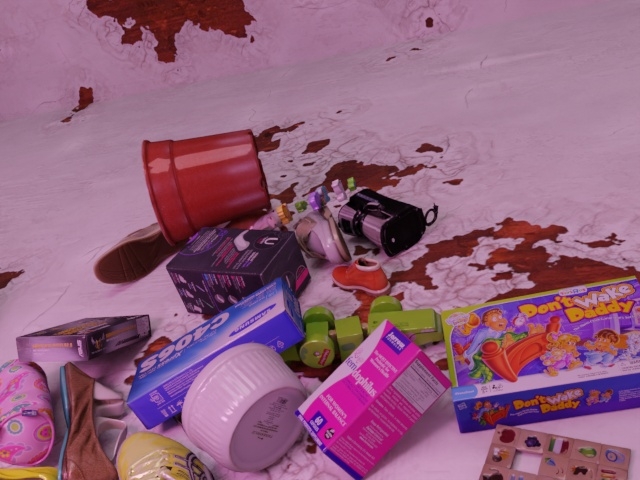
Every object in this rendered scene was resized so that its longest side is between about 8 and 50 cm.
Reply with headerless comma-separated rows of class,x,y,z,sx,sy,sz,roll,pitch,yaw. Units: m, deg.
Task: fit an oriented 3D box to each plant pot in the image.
plant pot,-0.273,-0.148,1.763,0.265,0.272,0.272,-14,30,-1

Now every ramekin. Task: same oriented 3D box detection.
ramekin,-0.117,0.287,1.187,0.207,0.207,0.109,-34,42,-25

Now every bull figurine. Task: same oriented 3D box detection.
bull figurine,-0.227,-0.046,1.887,0.188,0.101,0.310,-36,35,-25

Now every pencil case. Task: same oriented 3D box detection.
pencil case,-0.596,0.334,1.406,0.124,0.124,0.284,-27,22,-16

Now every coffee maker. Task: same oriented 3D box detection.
coffee maker,0.157,-0.049,1.698,0.171,0.120,0.178,-8,23,-34

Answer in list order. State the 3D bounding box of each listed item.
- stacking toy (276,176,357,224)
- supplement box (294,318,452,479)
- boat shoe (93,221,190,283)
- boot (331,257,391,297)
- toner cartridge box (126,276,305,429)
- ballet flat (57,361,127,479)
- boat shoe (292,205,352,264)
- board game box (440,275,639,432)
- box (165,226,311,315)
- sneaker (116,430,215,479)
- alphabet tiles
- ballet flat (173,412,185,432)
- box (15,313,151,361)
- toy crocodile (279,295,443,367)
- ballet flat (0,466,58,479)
stacking toy,-0.005,-0.109,1.769,0.167,0.052,0.221,-21,7,16
supplement box,0.085,0.255,1.144,0.220,0.114,0.111,-45,34,-5
boat shoe,-0.488,0.024,1.913,0.098,0.109,0.302,7,32,45
boot,0.081,0.067,1.555,0.158,0.085,0.059,10,43,42
toner cartridge box,-0.200,0.213,1.367,0.347,0.075,0.165,-31,20,5
ballet flat,-0.434,0.351,1.354,0.124,0.116,0.342,-5,27,-18
boat shoe,0.000,0.000,1.675,0.103,0.113,0.302,-23,13,0
board game box,0.389,0.188,1.194,0.347,0.078,0.233,-12,31,11
box,-0.186,0.074,1.623,0.270,0.143,0.165,3,38,31
sneaker,-0.235,0.398,1.115,0.145,0.147,0.384,-32,32,-20
alphabet tiles,0.317,0.368,1.000,0.198,0.009,0.237,4,37,29
ballet flat,-0.245,0.338,1.326,0.041,0.041,0.114,-36,35,-28
box,-0.513,0.212,1.559,0.183,0.056,0.231,-4,3,21
toy crocodile,0.067,0.188,1.360,0.340,0.105,0.115,-9,30,6
ballet flat,-0.573,0.449,1.300,0.230,0.077,0.077,-7,11,13
